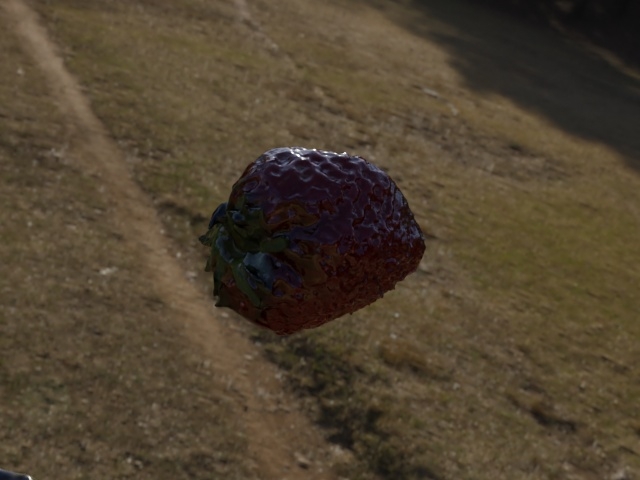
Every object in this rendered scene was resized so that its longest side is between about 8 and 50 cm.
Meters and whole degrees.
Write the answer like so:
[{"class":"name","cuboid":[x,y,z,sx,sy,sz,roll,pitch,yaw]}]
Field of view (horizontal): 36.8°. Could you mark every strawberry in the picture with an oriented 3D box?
[{"class":"strawberry","cuboid":[-0.005,-0.005,0.679,0.148,0.131,0.131,-20,40,-37]}]

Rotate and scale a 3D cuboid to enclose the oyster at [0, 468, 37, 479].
[{"class":"oyster","cuboid":[-0.303,0.141,0.523,0.345,0.128,0.078,-2,3,19]}]
